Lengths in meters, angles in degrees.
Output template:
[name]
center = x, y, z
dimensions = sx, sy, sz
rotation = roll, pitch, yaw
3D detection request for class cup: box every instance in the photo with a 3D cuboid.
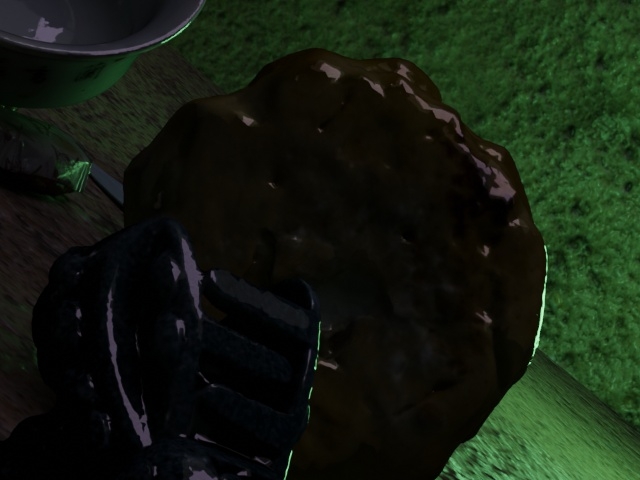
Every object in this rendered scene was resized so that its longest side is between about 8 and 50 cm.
[cup]
center = -0.294, -0.261, 1.569
dimensions = 0.347, 0.163, 0.347
rotation = 15, 50, -18

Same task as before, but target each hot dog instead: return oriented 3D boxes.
[hot dog]
center = -0.282, -0.086, 1.542
dimensions = 0.099, 0.053, 0.192
rotation = 47, 10, 17

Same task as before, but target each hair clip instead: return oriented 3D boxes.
[hair clip]
center = -0.063, 0.142, 0.735
dimensions = 0.194, 0.206, 0.310
rotation = 27, 18, -34

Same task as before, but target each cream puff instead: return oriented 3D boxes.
[cream puff]
center = -0.007, 0.037, 1.153
dimensions = 0.291, 0.324, 0.257
rotation = 10, -9, -7

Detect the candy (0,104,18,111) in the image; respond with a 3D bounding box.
[candy]
center = -0.350, -0.180, 1.654
dimensions = 0.095, 0.085, 0.110
rotation = 10, 30, -45

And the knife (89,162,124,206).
[knife]
center = -0.143, 0.005, 1.752
dimensions = 0.331, 0.044, 0.080
rotation = 34, 14, 7
